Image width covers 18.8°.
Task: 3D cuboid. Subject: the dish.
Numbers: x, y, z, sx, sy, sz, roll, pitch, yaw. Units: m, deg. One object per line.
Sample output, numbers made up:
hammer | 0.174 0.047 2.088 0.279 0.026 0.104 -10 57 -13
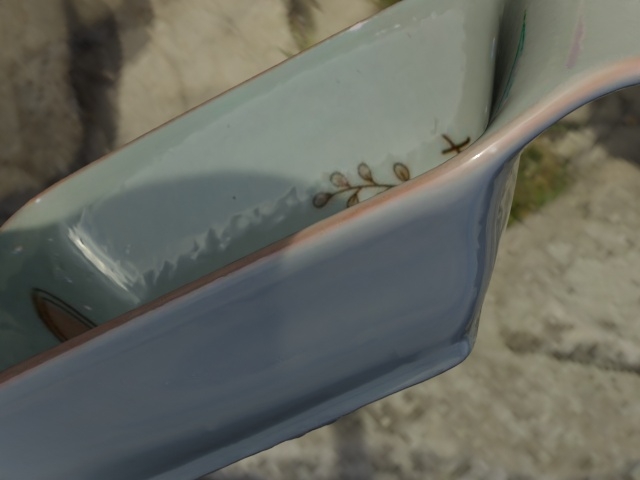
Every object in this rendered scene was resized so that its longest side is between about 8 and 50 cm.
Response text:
dish | 0.000 0.000 0.523 0.234 0.154 0.064 -26 109 22
